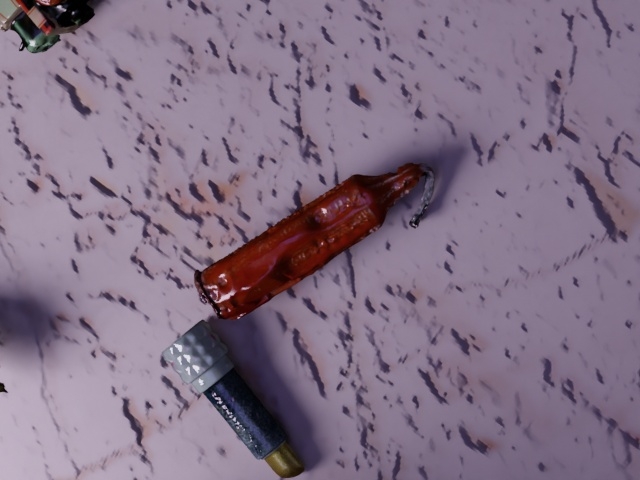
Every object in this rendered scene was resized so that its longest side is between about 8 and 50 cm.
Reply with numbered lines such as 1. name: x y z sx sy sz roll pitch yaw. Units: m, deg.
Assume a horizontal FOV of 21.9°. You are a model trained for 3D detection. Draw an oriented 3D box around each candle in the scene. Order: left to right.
1. candle: 0.000 0.000 1.010 0.162 0.053 0.048 -31 93 13

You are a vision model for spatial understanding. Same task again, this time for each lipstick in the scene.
1. lipstick: -0.052 0.105 1.042 0.037 0.037 0.116 -38 89 15

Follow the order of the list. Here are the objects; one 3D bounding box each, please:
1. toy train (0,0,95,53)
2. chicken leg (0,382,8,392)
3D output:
1. toy train: -0.237 -0.219 1.049 0.249 0.053 0.085 46 112 6
2. chicken leg: -0.311 0.054 1.077 0.228 0.088 0.103 5 84 17
